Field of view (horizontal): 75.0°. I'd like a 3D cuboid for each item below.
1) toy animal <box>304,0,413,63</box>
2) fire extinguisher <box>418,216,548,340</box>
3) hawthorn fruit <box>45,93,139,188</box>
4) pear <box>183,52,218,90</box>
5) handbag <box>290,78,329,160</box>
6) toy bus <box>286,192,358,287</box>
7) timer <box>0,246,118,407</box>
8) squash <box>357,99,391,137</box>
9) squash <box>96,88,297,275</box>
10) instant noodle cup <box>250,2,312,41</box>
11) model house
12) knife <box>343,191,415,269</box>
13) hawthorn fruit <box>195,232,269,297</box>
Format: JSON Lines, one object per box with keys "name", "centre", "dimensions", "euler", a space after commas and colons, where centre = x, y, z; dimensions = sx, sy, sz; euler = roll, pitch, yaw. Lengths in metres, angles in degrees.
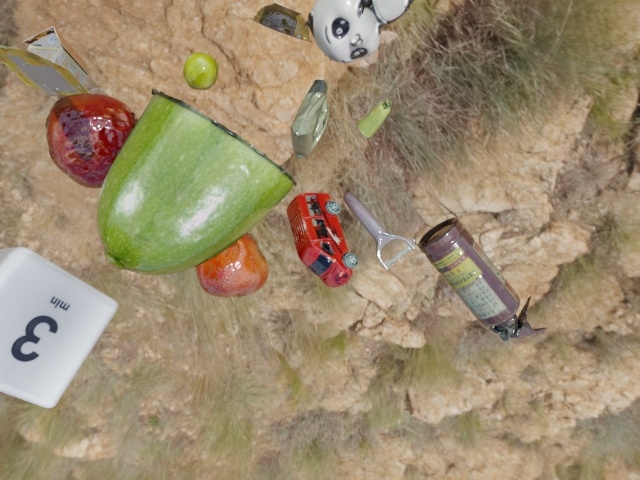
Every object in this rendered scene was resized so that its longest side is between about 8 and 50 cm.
{"name": "toy animal", "centre": [0.110, -0.709, 1.294], "dimensions": [0.310, 0.251, 0.251], "euler": [-41, 119, 10]}
{"name": "fire extinguisher", "centre": [0.271, 0.070, 0.654], "dimensions": [0.106, 0.075, 0.252], "euler": [-42, 96, -8]}
{"name": "hawthorn fruit", "centre": [-0.536, -0.266, 1.061], "dimensions": [0.266, 0.210, 0.230], "euler": [-19, 118, -3]}
{"name": "pear", "centre": [-0.307, -0.428, 1.060], "dimensions": [0.092, 0.097, 0.092], "euler": [23, 145, 17]}
{"name": "handbag", "centre": [-0.039, -0.478, 1.699], "dimensions": [0.109, 0.316, 0.253], "euler": [24, 83, 4]}
{"name": "toy bus", "centre": [0.000, 0.000, 0.837], "dimensions": [0.090, 0.195, 0.081], "euler": [0, 151, -33]}
{"name": "timer", "centre": [-0.507, 0.142, 0.702], "dimensions": [0.195, 0.194, 0.192], "euler": [-3, 142, 38]}
{"name": "squash", "centre": [0.255, -0.559, 1.871], "dimensions": [0.094, 0.094, 0.224], "euler": [22, 151, -18]}
{"name": "squash", "centre": [-0.249, -0.062, 0.783], "dimensions": [0.310, 0.310, 0.308], "euler": [30, 89, -23]}
{"name": "instant noodle cup", "centre": [-0.148, -0.918, 1.734], "dimensions": [0.274, 0.274, 0.090], "euler": [15, 117, -13]}
{"name": "model house", "centre": [-0.806, -0.549, 1.246], "dimensions": [0.208, 0.135, 0.219], "euler": [7, 163, 8]}
{"name": "knife", "centre": [0.163, -0.055, 1.278], "dimensions": [0.123, 0.278, 0.053], "euler": [-38, 163, -1]}
{"name": "hawthorn fruit", "centre": [-0.195, -0.010, 0.944], "dimensions": [0.166, 0.165, 0.285], "euler": [4, 97, -5]}
